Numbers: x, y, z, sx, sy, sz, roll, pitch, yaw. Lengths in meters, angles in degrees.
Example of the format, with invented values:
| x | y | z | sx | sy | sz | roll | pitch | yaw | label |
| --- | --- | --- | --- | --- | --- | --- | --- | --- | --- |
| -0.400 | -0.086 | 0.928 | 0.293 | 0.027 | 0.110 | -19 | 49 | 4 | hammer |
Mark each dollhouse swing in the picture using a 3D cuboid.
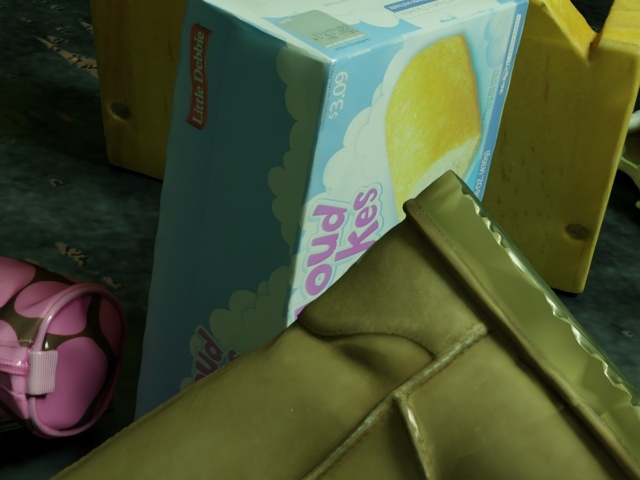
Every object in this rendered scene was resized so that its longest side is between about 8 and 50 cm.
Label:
| x | y | z | sx | sy | sz | roll | pitch | yaw | label |
| --- | --- | --- | --- | --- | --- | --- | --- | --- | --- |
| 0.062 | -0.167 | 1.023 | 0.347 | 0.315 | 0.305 | 16 | 50 | 11 | dollhouse swing |

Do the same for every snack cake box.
| x | y | z | sx | sy | sz | roll | pitch | yaw | label |
| --- | --- | --- | --- | --- | --- | --- | --- | --- | --- |
| 0.000 | 0.000 | 0.712 | 0.089 | 0.264 | 0.152 | 29 | 35 | 30 | snack cake box |

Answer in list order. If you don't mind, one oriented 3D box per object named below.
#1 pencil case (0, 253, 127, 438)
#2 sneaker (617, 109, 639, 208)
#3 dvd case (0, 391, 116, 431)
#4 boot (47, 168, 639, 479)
| x | y | z | sx | sy | sz | roll | pitch | yaw | label |
| --- | --- | --- | --- | --- | --- | --- | --- | --- | --- |
| -0.208 | 0.035 | 0.738 | 0.209 | 0.095 | 0.098 | 16 | -4 | 15 | pencil case |
| 0.286 | -0.033 | 1.054 | 0.092 | 0.087 | 0.228 | -4 | 25 | -10 | sneaker |
| -0.183 | 0.074 | 0.782 | 0.119 | 0.013 | 0.087 | -9 | 34 | -31 | dvd case |
| 0.011 | 0.138 | 0.530 | 0.236 | 0.269 | 0.089 | 54 | 9 | 29 | boot |
